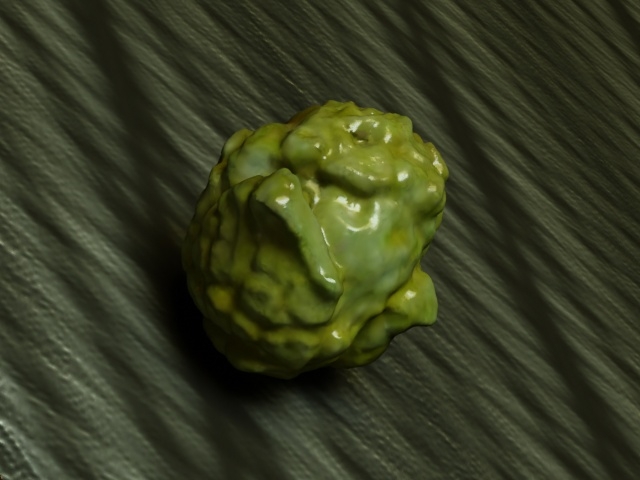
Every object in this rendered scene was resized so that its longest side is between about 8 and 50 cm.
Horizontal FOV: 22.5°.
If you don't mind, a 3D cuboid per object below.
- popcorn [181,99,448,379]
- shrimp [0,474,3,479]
[{"bbox_3d":[0.000,0.000,1.327,0.195,0.255,0.256,26,72,29],"label":"popcorn"},{"bbox_3d":[-0.243,0.175,1.043,0.161,0.049,0.166,39,22,-36],"label":"shrimp"}]
